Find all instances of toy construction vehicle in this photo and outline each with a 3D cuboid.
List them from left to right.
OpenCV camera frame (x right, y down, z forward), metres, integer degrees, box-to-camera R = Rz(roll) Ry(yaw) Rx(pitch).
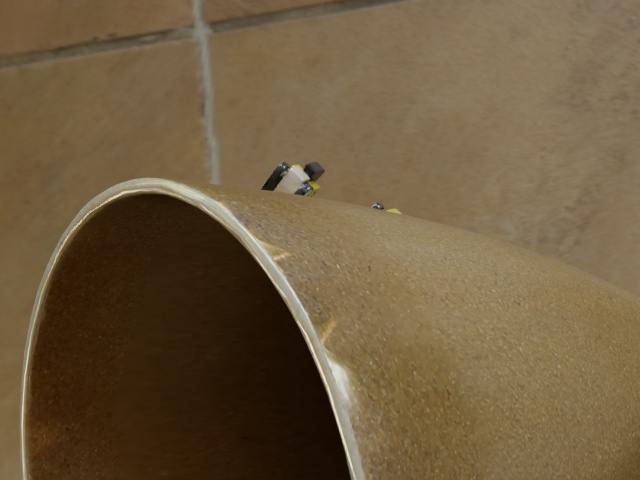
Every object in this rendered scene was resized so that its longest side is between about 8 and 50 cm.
[{"bbox_3d":[0.000,0.000,0.692,0.086,0.035,0.098,43,118,14],"label":"toy construction vehicle"}]

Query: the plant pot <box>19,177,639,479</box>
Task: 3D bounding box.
[{"bbox_3d":[0.040,0.089,0.500,0.237,0.254,0.237,6,98,51],"label":"plant pot"}]
